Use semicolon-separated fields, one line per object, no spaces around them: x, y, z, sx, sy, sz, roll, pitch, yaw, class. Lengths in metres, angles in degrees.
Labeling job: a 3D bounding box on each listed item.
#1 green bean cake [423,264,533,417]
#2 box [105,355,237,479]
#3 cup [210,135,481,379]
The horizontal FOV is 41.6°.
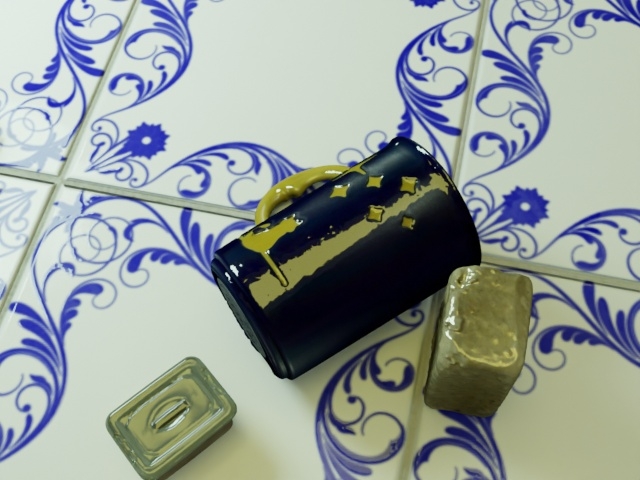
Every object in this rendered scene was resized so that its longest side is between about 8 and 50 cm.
0.160;0.109;0.877;0.085;0.179;0.109;11;65;7;green bean cake
-0.156;0.195;0.905;0.122;0.062;0.089;-37;67;-16;box
0.011;0.019;0.969;0.256;0.255;0.178;-30;102;-11;cup
